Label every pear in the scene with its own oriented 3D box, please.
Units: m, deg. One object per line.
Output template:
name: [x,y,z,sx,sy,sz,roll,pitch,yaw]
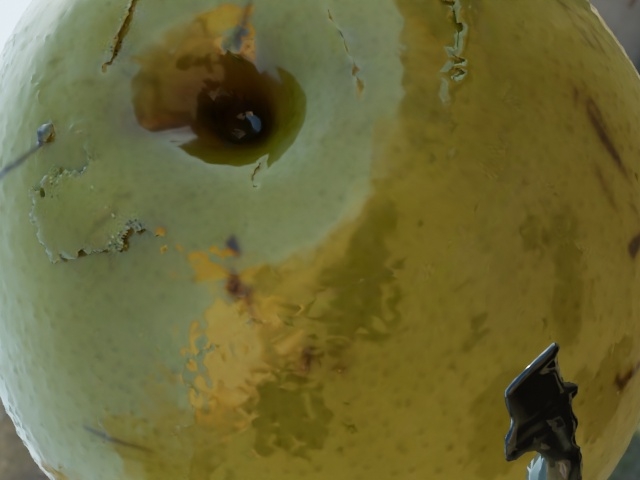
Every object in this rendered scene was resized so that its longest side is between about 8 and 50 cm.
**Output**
pear: [0.000,0.000,0.786,0.348,0.348,0.348,-61,3,5]

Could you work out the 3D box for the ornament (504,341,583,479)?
ornament: [0.067,0.078,0.330,0.153,0.166,0.196,32,120,57]
